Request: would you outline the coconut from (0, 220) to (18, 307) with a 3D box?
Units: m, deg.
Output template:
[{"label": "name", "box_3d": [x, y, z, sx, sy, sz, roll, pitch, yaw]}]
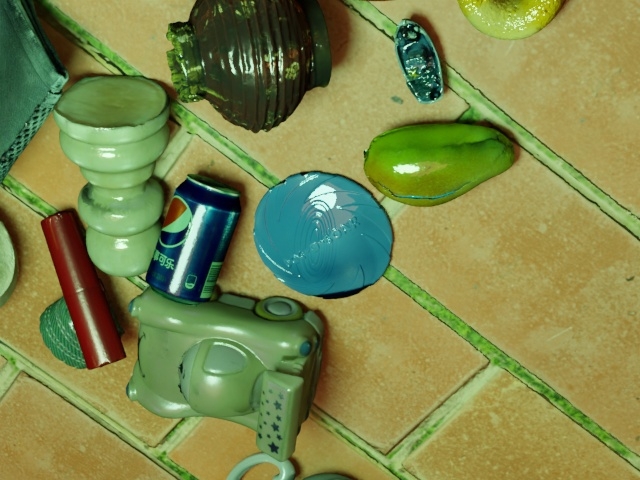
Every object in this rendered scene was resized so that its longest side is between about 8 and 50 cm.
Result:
[{"label": "coconut", "box_3d": [-0.640, 0.048, 1.860, 0.224, 0.224, 0.234, 41, 155, -10]}]

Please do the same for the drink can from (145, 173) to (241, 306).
[{"label": "drink can", "box_3d": [-0.207, -0.002, 1.745, 0.118, 0.118, 0.204, 21, 98, 3]}]

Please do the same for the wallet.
[{"label": "wallet", "box_3d": [-0.524, -0.227, 1.700, 0.342, 0.075, 0.237, -45, 62, 31]}]

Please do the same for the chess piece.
[{"label": "chess piece", "box_3d": [-0.328, -0.088, 1.739, 0.182, 0.182, 0.330, 8, 126, 10]}]

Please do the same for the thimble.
[{"label": "thimble", "box_3d": [-0.435, 0.160, 1.917, 0.090, 0.118, 0.135, -32, 104, 29]}]

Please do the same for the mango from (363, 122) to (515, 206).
[{"label": "mango", "box_3d": [0.182, -0.116, 1.615, 0.233, 0.111, 0.125, -3, 132, 2]}]

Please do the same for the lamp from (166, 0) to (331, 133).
[{"label": "lamp", "box_3d": [-0.108, -0.275, 1.531, 0.247, 0.247, 0.247, 6, 120, 11]}]

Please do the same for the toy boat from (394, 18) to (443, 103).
[{"label": "toy boat", "box_3d": [0.145, -0.267, 1.566, 0.060, 0.061, 0.137, -10, 115, 19]}]

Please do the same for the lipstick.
[{"label": "lipstick", "box_3d": [-0.415, 0.084, 1.837, 0.073, 0.073, 0.279, -22, 86, 24]}]

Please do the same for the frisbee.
[{"label": "frisbee", "box_3d": [0.000, 0.000, 1.762, 0.242, 0.045, 0.242, 7, 120, 12]}]

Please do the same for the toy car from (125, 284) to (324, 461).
[{"label": "toy car", "box_3d": [-0.177, 0.224, 1.824, 0.336, 0.226, 0.242, 12, 120, 7]}]

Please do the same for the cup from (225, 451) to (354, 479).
[{"label": "cup", "box_3d": [-0.043, 0.554, 1.986, 0.274, 0.259, 0.356, -46, 68, 29]}]

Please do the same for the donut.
[{"label": "donut", "box_3d": [0.264, -0.369, 1.471, 0.174, 0.074, 0.190, 15, 121, 6]}]
